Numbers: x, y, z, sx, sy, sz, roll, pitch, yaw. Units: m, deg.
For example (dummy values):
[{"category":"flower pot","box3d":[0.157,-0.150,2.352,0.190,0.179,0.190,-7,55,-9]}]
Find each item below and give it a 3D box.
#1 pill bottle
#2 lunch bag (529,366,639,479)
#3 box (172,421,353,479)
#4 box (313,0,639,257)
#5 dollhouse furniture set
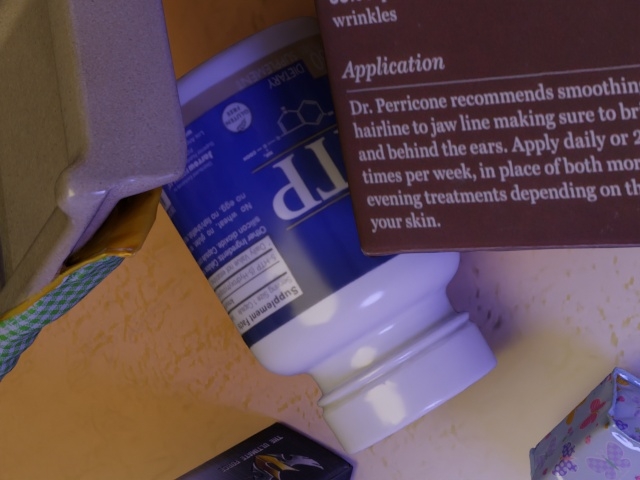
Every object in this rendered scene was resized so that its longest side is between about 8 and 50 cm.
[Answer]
[{"category":"pill bottle","box3d":[0.000,0.000,0.857,0.112,0.112,0.187,-34,86,38]},{"category":"lunch bag","box3d":[0.146,0.109,0.831,0.083,0.053,0.071,32,126,-8]},{"category":"box","box3d":[-0.086,0.215,0.919,0.056,0.231,0.183,27,120,29]},{"category":"box","box3d":[0.089,-0.192,0.711,0.191,0.143,0.381,-1,107,36]},{"category":"dollhouse furniture set","box3d":[-0.086,-0.083,0.791,0.197,0.151,0.302,-48,44,46]}]
